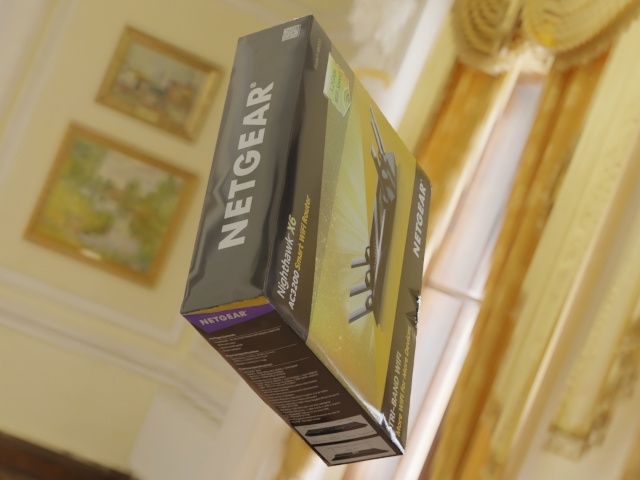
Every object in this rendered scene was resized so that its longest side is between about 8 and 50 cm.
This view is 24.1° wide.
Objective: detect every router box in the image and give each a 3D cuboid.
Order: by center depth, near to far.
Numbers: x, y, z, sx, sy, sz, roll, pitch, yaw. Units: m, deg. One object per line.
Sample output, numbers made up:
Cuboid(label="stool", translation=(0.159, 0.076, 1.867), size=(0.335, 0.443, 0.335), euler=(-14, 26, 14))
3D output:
Cuboid(label="router box", translation=(0.000, 0.000, 1.289), size=(0.081, 0.309, 0.243), euler=(-14, -42, 26))
